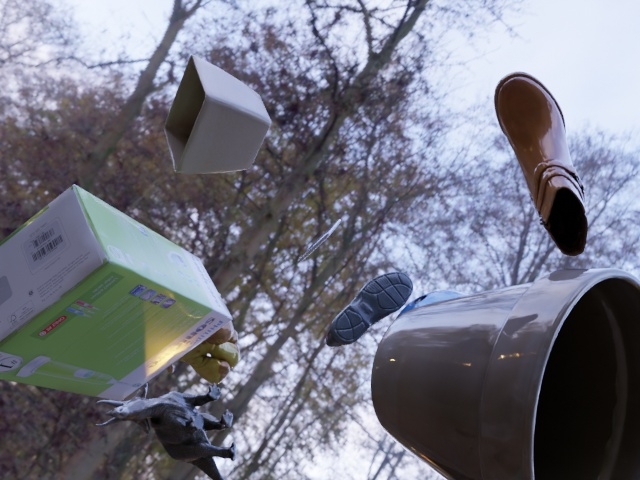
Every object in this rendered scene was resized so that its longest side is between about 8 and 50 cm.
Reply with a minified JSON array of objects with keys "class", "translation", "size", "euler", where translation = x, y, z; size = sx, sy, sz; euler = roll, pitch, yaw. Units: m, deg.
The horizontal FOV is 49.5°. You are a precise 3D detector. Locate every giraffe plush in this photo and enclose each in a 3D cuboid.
[{"class":"giraffe plush","translation":[-0.272,0.216,1.645],"size":[0.210,0.181,0.170],"euler":[13,-48,-23]}]

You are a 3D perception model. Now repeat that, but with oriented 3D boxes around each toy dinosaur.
[{"class":"toy dinosaur","translation":[-0.247,0.347,1.275],"size":[0.160,0.121,0.313],"euler":[-11,-47,26]}]

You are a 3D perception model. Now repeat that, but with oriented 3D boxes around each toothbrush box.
[{"class":"toothbrush box","translation":[-0.276,0.083,0.871],"size":[0.122,0.206,0.283],"euler":[56,7,28]}]

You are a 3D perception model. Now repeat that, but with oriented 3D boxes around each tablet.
[{"class":"tablet","translation":[0.000,0.000,0.851],"size":[0.054,0.083,0.006],"euler":[-43,-88,17]}]

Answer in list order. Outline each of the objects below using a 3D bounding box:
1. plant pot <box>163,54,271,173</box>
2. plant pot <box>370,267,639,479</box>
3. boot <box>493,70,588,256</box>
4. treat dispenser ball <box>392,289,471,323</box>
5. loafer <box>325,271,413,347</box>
[{"class":"plant pot","translation":[-0.124,-0.146,0.854],"size":[0.096,0.109,0.109],"euler":[11,-55,-30]},{"class":"plant pot","translation":[0.224,0.190,0.855],"size":[0.280,0.323,0.323],"euler":[1,-54,49]},{"class":"boot","translation":[0.365,-0.125,1.141],"size":[0.109,0.220,0.283],"euler":[-14,-67,18]},{"class":"treat dispenser ball","translation":[0.299,0.260,1.627],"size":[0.288,0.288,0.288],"euler":[22,-43,22]},{"class":"loafer","translation":[0.109,0.162,1.641],"size":[0.096,0.267,0.084],"euler":[52,-34,7]}]
